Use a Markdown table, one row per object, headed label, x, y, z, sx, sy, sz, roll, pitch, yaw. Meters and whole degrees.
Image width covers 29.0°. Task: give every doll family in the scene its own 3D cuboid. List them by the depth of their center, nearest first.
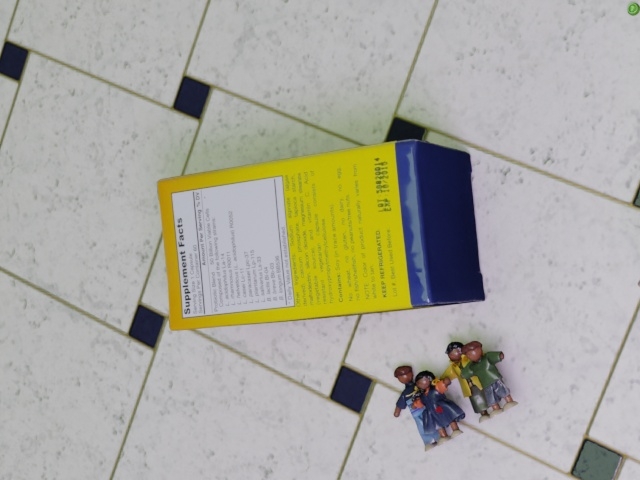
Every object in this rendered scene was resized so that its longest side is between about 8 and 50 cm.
| label | x | y | z | sx | sy | sz | roll | pitch | yaw |
| --- | --- | --- | --- | --- | --- | --- | --- | --- | --- |
| doll family | 0.158 | 0.184 | 1.529 | 0.193 | 0.076 | 0.111 | -33 | 80 | 25 |

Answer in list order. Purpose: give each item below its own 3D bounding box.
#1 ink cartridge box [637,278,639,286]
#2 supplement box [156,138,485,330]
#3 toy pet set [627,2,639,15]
| label | x | y | z | sx | sy | sz | roll | pitch | yaw |
| --- | --- | --- | --- | --- | --- | --- | --- | --- | --- |
| ink cartridge box | 0.464 | 0.079 | 1.270 | 0.193 | 0.234 | 0.088 | 44 | 110 | 36 |
| supplement box | 0.000 | 0.000 | 1.544 | 0.356 | 0.195 | 0.194 | -7 | 86 | 26 |
| toy pet set | 0.369 | -0.328 | 1.437 | 0.122 | 0.065 | 0.114 | 40 | 106 | 21 |
